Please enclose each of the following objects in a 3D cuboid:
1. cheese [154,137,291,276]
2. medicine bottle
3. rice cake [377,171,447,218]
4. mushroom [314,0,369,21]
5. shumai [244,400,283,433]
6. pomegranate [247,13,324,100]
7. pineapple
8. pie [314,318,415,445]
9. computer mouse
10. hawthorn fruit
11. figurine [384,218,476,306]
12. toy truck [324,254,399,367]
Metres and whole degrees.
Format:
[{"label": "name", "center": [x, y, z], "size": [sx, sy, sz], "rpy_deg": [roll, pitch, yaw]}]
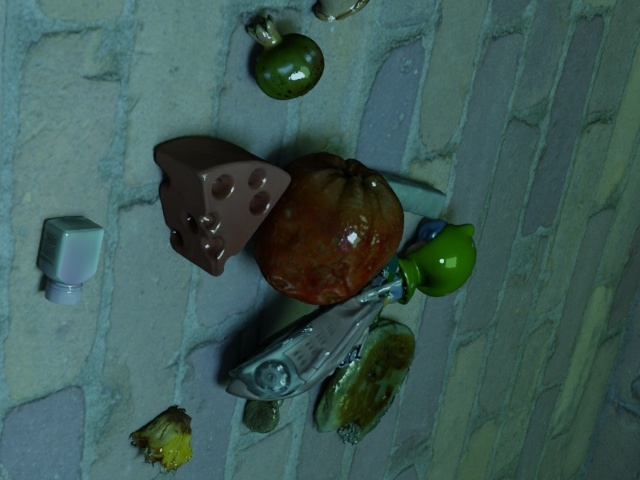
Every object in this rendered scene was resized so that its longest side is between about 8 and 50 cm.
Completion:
[{"label": "cheese", "center": [-0.178, -0.080, 1.690], "size": [0.203, 0.128, 0.177], "rpy_deg": [-53, 143, -7]}, {"label": "medicine bottle", "center": [-0.362, 0.030, 1.576], "size": [0.074, 0.055, 0.118], "rpy_deg": [-9, 118, -51]}, {"label": "rice cake", "center": [0.140, -0.093, 2.138], "size": [0.336, 0.063, 0.066], "rpy_deg": [8, 109, -55]}, {"label": "mushroom", "center": [0.004, -0.420, 1.723], "size": [0.097, 0.088, 0.212], "rpy_deg": [-48, 150, -5]}, {"label": "shumai", "center": [-0.097, 0.326, 2.106], "size": [0.080, 0.082, 0.083], "rpy_deg": [-5, 137, -52]}, {"label": "pomegranate", "center": [-0.059, -0.289, 1.724], "size": [0.114, 0.114, 0.142], "rpy_deg": [-45, 116, -24]}, {"label": "pineapple", "center": [-0.265, 0.346, 1.917], "size": [0.116, 0.069, 0.137], "rpy_deg": [-64, 155, -9]}, {"label": "pie", "center": [0.099, 0.300, 2.346], "size": [0.302, 0.067, 0.303], "rpy_deg": [-32, 136, -38]}, {"label": "computer mouse", "center": [-0.001, 0.187, 1.951], "size": [0.389, 0.115, 0.199], "rpy_deg": [-32, -175, 16]}, {"label": "hawthorn fruit", "center": [0.008, -0.019, 1.849], "size": [0.262, 0.258, 0.258], "rpy_deg": [-57, 145, 1]}, {"label": "figurine", "center": [0.214, 0.057, 2.281], "size": [0.263, 0.143, 0.162], "rpy_deg": [-29, 138, -23]}, {"label": "toy truck", "center": [0.070, 0.117, 2.152], "size": [0.124, 0.114, 0.253], "rpy_deg": [-4, 116, -63]}]
